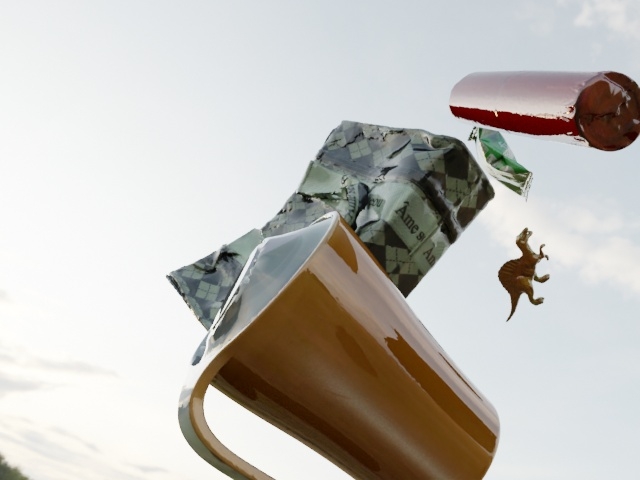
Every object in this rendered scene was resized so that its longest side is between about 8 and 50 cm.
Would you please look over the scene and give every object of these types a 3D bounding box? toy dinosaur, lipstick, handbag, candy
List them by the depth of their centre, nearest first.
[{"bbox_3d":[0.216,-0.142,0.583,0.073,0.280,0.073,-3,-73,-9],"label":"lipstick"},{"bbox_3d":[0.000,0.000,0.834,0.317,0.416,0.180,36,-11,51],"label":"handbag"},{"bbox_3d":[0.395,-0.179,1.243,0.078,0.203,0.141,-39,-19,14],"label":"candy"},{"bbox_3d":[0.459,0.089,1.292,0.142,0.057,0.212,30,-79,-17],"label":"toy dinosaur"}]

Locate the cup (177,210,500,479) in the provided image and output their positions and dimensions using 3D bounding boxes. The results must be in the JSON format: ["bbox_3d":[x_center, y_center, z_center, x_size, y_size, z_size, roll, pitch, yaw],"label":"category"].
[{"bbox_3d":[0.014,0.125,0.480,0.264,0.226,0.182,44,-39,-8],"label":"cup"}]
